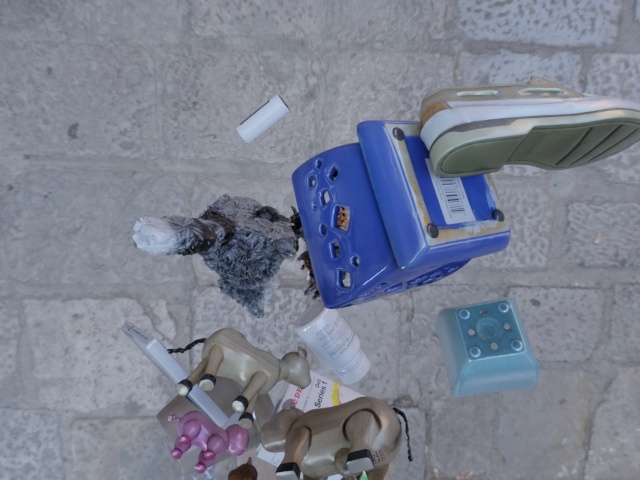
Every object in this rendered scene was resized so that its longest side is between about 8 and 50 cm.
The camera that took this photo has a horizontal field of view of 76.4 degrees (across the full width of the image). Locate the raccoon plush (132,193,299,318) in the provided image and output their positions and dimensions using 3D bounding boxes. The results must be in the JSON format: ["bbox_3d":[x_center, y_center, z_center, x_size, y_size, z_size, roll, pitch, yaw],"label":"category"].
[{"bbox_3d":[-0.260,0.060,0.975,0.447,0.216,0.299,2,123,-44],"label":"raccoon plush"}]

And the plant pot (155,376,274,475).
[{"bbox_3d":[-0.330,0.538,1.240,0.280,0.323,0.323,-24,102,-32],"label":"plant pot"}]

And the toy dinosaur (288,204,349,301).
[{"bbox_3d":[0.000,0.000,1.146,0.218,0.321,0.164,25,140,-23],"label":"toy dinosaur"}]

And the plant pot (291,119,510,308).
[{"bbox_3d":[0.121,-0.046,0.607,0.236,0.212,0.235,-8,76,-32],"label":"plant pot"}]

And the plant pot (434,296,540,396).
[{"bbox_3d":[0.474,0.287,1.165,0.248,0.252,0.247,-12,59,10],"label":"plant pot"}]

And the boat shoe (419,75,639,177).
[{"bbox_3d":[0.272,-0.154,0.510,0.302,0.113,0.103,-5,66,-15],"label":"boat shoe"}]

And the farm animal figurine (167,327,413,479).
[{"bbox_3d":[-0.030,0.275,0.591,0.327,0.172,0.330,-1,110,12],"label":"farm animal figurine"}]

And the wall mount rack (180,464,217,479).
[{"bbox_3d":[-0.376,0.883,1.235,0.130,0.304,0.350,-32,91,28],"label":"wall mount rack"}]

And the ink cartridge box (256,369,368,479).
[{"bbox_3d":[0.020,0.450,0.956,0.278,0.201,0.117,25,122,2],"label":"ink cartridge box"}]

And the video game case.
[{"bbox_3d":[-0.252,0.222,0.691,0.022,0.173,0.190,-45,115,-29],"label":"video game case"}]

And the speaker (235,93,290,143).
[{"bbox_3d":[-0.141,-0.300,1.007,0.136,0.055,0.055,-35,99,12],"label":"speaker"}]

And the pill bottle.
[{"bbox_3d":[0.039,0.295,1.173,0.131,0.131,0.229,-35,101,5],"label":"pill bottle"}]
